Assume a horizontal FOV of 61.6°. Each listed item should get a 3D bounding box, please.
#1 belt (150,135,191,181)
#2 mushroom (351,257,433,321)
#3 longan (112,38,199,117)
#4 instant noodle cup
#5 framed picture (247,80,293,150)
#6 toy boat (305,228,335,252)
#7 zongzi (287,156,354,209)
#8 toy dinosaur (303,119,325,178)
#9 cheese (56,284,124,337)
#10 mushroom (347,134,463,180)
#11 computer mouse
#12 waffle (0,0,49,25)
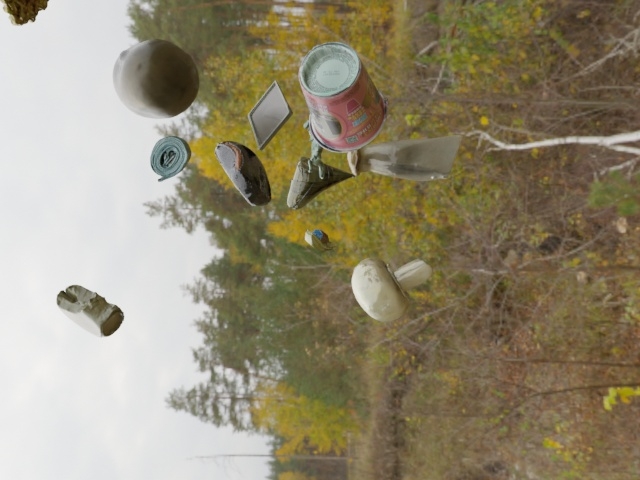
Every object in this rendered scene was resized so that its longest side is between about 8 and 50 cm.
[{"bbox_3d":[-0.584,-0.326,2.087,0.082,0.163,0.148,-88,-27,-79],"label":"belt"},{"bbox_3d":[0.304,0.178,2.270,0.314,0.336,0.314,59,179,2],"label":"mushroom"},{"bbox_3d":[-0.676,-0.658,2.192,0.361,0.360,0.361,0,-90,-90],"label":"longan"},{"bbox_3d":[0.051,-0.397,1.465,0.255,0.243,0.244,48,-140,-70],"label":"instant noodle cup"},{"bbox_3d":[-0.198,-0.479,2.032,0.189,0.023,0.260,-46,41,21],"label":"framed picture"},{"bbox_3d":[0.000,0.000,1.941,0.065,0.066,0.172,42,-175,34],"label":"toy boat"},{"bbox_3d":[-0.004,-0.213,2.221,0.112,0.242,0.221,-95,24,-63],"label":"zongzi"},{"bbox_3d":[-0.007,-0.348,1.828,0.167,0.053,0.242,23,-107,-63],"label":"toy dinosaur"},{"bbox_3d":[-0.707,0.215,1.640,0.091,0.202,0.175,-61,3,-34],"label":"cheese"},{"bbox_3d":[0.298,-0.282,1.893,0.137,0.407,0.154,-25,-68,-84],"label":"mushroom"},{"bbox_3d":[-0.252,-0.238,1.805,0.183,0.116,0.323,44,-173,-45],"label":"computer mouse"},{"bbox_3d":[-0.891,-0.776,1.591,0.254,0.052,0.245,90,-173,-49],"label":"waffle"}]
